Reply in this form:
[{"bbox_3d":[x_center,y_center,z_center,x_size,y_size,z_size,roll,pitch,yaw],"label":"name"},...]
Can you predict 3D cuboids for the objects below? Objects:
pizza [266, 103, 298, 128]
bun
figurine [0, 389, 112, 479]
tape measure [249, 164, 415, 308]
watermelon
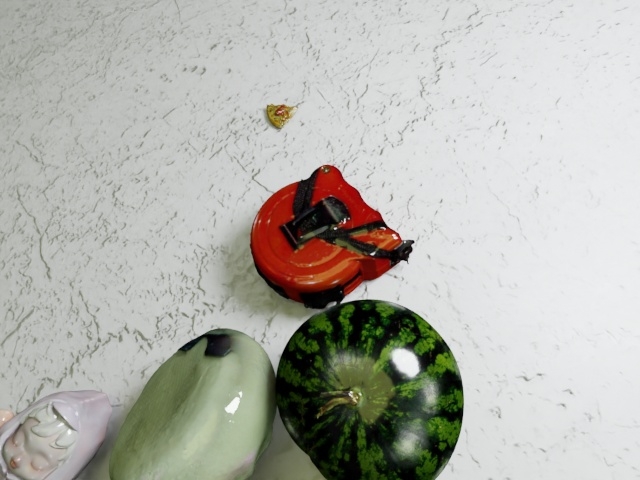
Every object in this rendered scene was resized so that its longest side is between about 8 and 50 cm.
[{"bbox_3d":[-0.091,-0.311,1.034,0.078,0.025,0.083,-30,61,-3],"label":"pizza"},{"bbox_3d":[-0.165,0.278,0.649,0.283,0.179,0.283,-36,25,20],"label":"bun"},{"bbox_3d":[-0.466,0.361,0.700,0.200,0.133,0.276,41,81,13],"label":"figurine"},{"bbox_3d":[0.000,-0.001,0.807,0.260,0.114,0.253,-34,62,-8],"label":"tape measure"},{"bbox_3d":[0.072,0.212,0.608,0.268,0.269,0.269,-4,62,8],"label":"watermelon"}]
